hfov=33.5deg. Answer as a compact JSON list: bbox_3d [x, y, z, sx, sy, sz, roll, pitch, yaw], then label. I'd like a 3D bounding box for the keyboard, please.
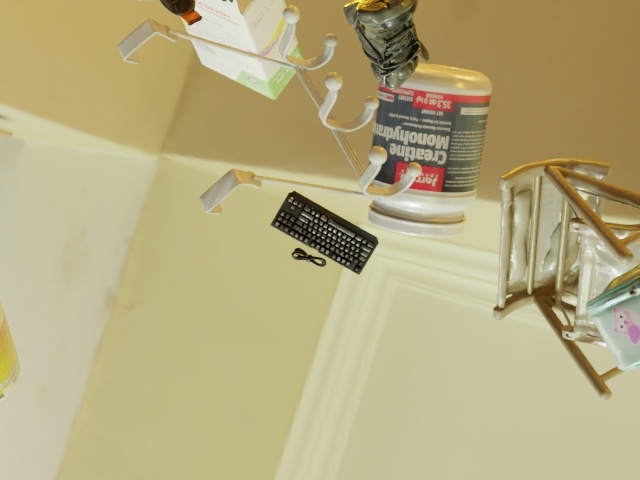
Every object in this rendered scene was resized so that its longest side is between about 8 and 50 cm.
[{"bbox_3d":[0.000,0.000,1.859,0.108,0.180,0.023,-59,-175,18],"label":"keyboard"}]

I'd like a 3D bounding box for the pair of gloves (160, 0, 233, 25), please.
[{"bbox_3d":[-0.149,-0.293,1.262,0.074,0.083,0.010,45,-24,18],"label":"pair of gloves"}]

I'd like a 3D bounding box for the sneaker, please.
[{"bbox_3d":[0.099,-0.266,1.377,0.087,0.130,0.227,-32,-169,-4],"label":"sneaker"}]

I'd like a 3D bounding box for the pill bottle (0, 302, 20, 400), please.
[{"bbox_3d":[-0.471,0.129,1.405,0.215,0.117,0.117,98,-12,-55],"label":"pill bottle"}]

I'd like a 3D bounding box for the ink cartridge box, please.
[{"bbox_3d":[-0.173,-0.454,2.089,0.207,0.353,0.119,29,-108,23],"label":"ink cartridge box"}]

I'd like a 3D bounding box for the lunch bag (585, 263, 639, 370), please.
[{"bbox_3d":[0.438,0.044,1.209,0.224,0.279,0.107,-30,-98,45],"label":"lunch bag"}]

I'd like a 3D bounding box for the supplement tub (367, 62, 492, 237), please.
[{"bbox_3d":[0.179,-0.157,1.802,0.191,0.191,0.272,30,-64,59],"label":"supplement tub"}]

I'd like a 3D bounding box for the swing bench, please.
[{"bbox_3d":[0.387,0.039,1.526,0.255,0.165,0.253,41,-36,45],"label":"swing bench"}]

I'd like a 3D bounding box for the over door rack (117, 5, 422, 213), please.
[{"bbox_3d":[-0.039,-0.158,1.245,0.108,0.324,0.239,-46,-117,36],"label":"over door rack"}]
